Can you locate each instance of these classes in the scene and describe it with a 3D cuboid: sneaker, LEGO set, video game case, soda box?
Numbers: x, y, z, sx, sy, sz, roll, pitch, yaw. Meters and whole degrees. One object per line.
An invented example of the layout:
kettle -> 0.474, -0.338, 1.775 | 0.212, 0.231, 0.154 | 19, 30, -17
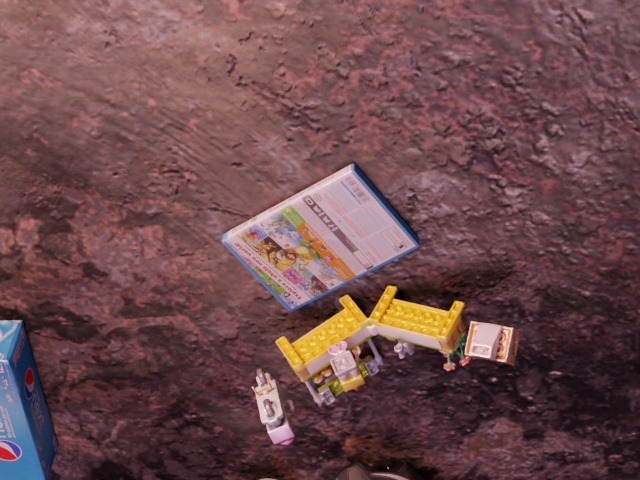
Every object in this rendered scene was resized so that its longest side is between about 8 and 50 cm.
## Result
sneaker -> 0.111, 0.325, 1.610 | 0.097, 0.135, 0.276 | -43, 139, 19
LEGO set -> 0.073, 0.130, 1.438 | 0.287, 0.132, 0.107 | -17, 135, 10
video game case -> 0.000, 0.000, 1.398 | 0.166, 0.015, 0.119 | -28, 123, 24
soda box -> -0.356, 0.187, 1.546 | 0.071, 0.067, 0.210 | -1, 129, 5

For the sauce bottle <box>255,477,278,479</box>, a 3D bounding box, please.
sauce bottle -> -0.027, 0.431, 1.697 | 0.111, 0.111, 0.344 | -11, 128, 13
